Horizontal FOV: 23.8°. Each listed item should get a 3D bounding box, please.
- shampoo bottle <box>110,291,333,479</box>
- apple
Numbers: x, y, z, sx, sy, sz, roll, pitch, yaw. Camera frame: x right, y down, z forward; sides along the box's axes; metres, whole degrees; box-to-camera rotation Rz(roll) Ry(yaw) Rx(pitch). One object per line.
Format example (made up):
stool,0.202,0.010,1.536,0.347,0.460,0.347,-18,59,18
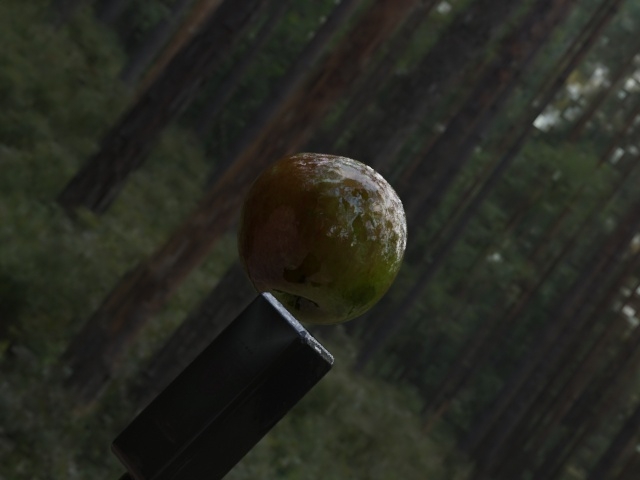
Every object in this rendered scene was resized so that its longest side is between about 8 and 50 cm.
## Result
shampoo bottle,-0.104,0.166,1.446,0.080,0.246,0.079,43,-2,38
apple,0.000,0.000,1.687,0.196,0.196,0.196,37,-6,4
